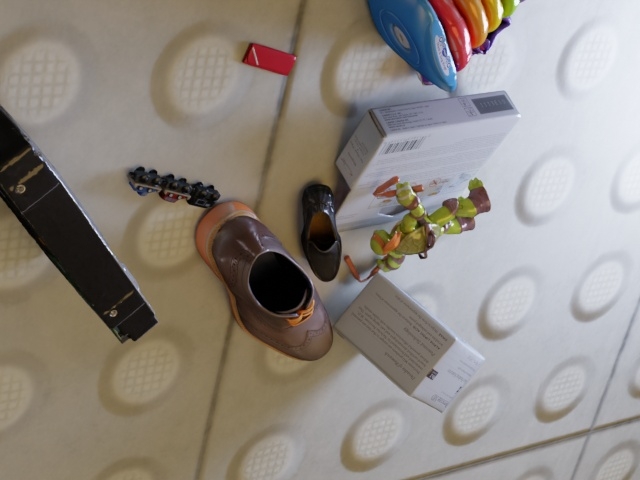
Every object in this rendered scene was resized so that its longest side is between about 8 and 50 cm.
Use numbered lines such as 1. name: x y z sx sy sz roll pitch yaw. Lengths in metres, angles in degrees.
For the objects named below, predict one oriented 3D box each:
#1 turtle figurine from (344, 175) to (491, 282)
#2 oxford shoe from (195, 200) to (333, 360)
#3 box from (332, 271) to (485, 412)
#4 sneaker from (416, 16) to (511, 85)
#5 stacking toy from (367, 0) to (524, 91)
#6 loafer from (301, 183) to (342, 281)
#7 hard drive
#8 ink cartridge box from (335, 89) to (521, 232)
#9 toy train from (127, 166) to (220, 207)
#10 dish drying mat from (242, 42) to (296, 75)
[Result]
1. turtle figurine: 0.160 -0.026 2.156 0.217 0.087 0.269 -22 148 -25
2. oxford shoe: -0.061 0.094 2.064 0.130 0.132 0.364 -44 138 -6
3. box: 0.144 0.166 2.225 0.119 0.182 0.181 -50 154 2
4. sneaker: 0.212 -0.292 2.057 0.170 0.071 0.068 -44 138 -5
5. stacking toy: 0.231 -0.362 1.940 0.301 0.166 0.175 -35 136 -11
6. loafer: 0.000 0.000 2.088 0.062 0.061 0.170 -9 126 3
7. hard drive: -0.334 -0.042 1.661 0.064 0.237 0.339 -38 136 -11
8. ink cartridge box: 0.144 -0.121 2.138 0.275 0.060 0.239 -11 151 -34
9. toy train: -0.204 -0.070 1.906 0.158 0.027 0.036 14 121 -45
10. dish drying mat: -0.069 -0.248 1.901 0.083 0.008 0.032 11 111 -44
